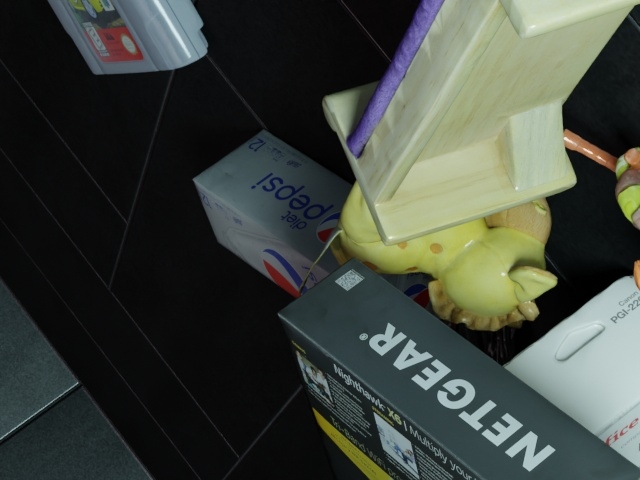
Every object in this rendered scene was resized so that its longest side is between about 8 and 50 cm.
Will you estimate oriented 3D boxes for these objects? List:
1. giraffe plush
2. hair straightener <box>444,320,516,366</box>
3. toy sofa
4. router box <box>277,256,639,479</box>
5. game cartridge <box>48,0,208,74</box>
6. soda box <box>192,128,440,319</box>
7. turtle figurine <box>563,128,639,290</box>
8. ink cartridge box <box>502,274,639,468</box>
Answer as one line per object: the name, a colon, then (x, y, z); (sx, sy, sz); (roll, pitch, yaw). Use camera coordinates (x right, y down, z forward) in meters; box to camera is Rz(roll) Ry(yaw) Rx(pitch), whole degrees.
giraffe plush: (0.106, -0.010, 1.374); (0.170, 0.210, 0.181); (29, -169, 1)
hair straightener: (0.153, 0.099, 1.583); (0.089, 0.047, 0.230); (3, 119, 11)
toy sofa: (0.105, -0.147, 1.073); (0.362, 0.150, 0.177); (118, 131, -69)
router box: (0.113, 0.184, 1.299); (0.309, 0.081, 0.243); (37, 155, 40)
game cartridge: (-0.228, -0.269, 1.859); (0.196, 0.060, 0.294); (64, 159, -15)
soda box: (0.000, 0.000, 1.713); (0.286, 0.098, 0.091); (33, 152, 44)
turtle figurine: (0.256, 0.008, 1.145); (0.269, 0.087, 0.217); (51, 161, 10)
ink cartridge box: (0.215, 0.151, 1.374); (0.092, 0.158, 0.218); (42, 158, 34)
